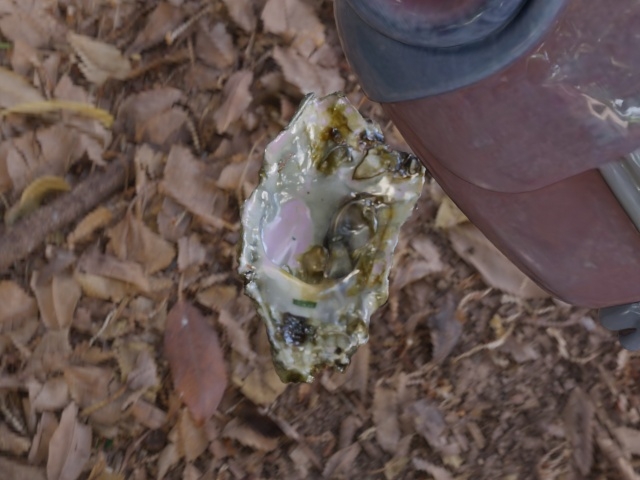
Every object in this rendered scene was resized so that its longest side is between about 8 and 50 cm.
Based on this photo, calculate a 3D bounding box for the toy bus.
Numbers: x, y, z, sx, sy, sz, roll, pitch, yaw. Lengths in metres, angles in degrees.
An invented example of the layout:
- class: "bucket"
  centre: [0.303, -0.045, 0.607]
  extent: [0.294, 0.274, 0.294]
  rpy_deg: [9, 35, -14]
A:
- class: "toy bus"
  centre: [0.160, -0.092, 0.428]
  extent: [0.232, 0.294, 0.197]
  rpy_deg: [57, 31, -12]

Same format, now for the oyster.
- class: "oyster"
  centre: [-0.003, 0.000, 1.448]
  extent: [0.201, 0.107, 0.355]
  rpy_deg: [18, 70, 5]
